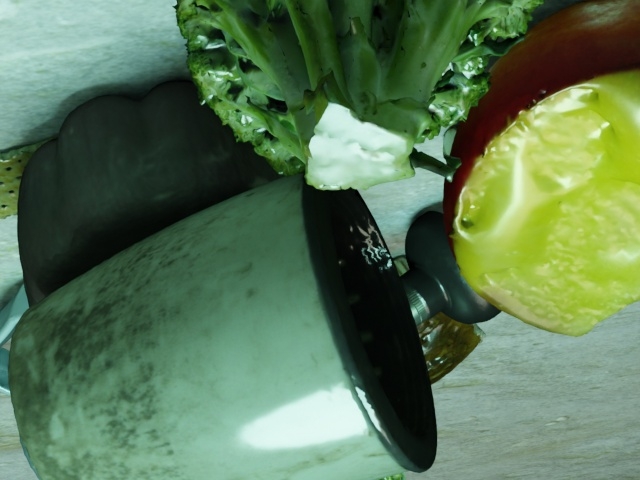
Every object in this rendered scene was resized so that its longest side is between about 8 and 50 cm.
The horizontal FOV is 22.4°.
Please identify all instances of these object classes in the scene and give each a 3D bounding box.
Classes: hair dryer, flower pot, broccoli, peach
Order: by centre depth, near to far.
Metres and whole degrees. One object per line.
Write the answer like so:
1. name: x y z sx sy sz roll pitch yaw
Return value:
1. broccoli: 0.033 -0.164 1.264 0.304 0.283 0.321 -1 140 0
2. flower pot: -0.090 0.118 1.472 0.330 0.293 0.293 -21 157 14
3. peach: 0.289 -0.101 1.617 0.306 0.242 0.380 28 141 -20
4. hair dryer: 0.086 0.082 1.884 0.320 0.155 0.284 -34 175 -26

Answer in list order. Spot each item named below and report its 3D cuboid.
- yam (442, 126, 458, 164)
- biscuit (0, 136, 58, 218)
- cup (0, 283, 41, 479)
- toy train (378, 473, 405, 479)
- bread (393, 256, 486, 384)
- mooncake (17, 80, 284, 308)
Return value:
1. yam: 0.264 -0.115 1.808 0.253 0.061 0.061 -7 158 -11
2. biscuit: -0.327 -0.058 1.680 0.231 0.016 0.139 -17 158 9
3. cup: -0.250 0.196 2.035 0.331 0.257 0.311 0 157 -33
4. toy train: 0.040 0.349 2.672 0.159 0.188 0.272 -19 155 16
5. bread: 0.104 0.134 2.190 0.210 0.110 0.192 -35 145 9
6. mooncake: -0.165 -0.021 1.624 0.306 0.154 0.306 -11 150 -7
